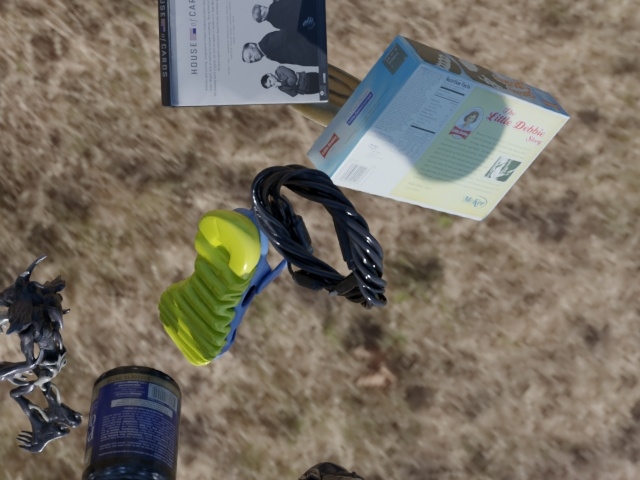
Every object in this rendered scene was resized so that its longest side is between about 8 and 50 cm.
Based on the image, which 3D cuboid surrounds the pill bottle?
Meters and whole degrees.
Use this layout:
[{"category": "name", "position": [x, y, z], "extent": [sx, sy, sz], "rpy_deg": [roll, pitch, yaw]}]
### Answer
[{"category": "pill bottle", "position": [-0.246, 0.282, 1.881], "extent": [0.123, 0.219, 0.122], "rpy_deg": [0, 140, 0]}]

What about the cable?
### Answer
[{"category": "cable", "position": [0.000, 0.000, 1.388], "extent": [0.047, 0.150, 0.184], "rpy_deg": [-42, 147, -23]}]

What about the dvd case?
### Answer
[{"category": "dvd case", "position": [-0.090, -0.252, 1.735], "extent": [0.239, 0.030, 0.179], "rpy_deg": [-6, 97, -39]}]

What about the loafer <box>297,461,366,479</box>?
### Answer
[{"category": "loafer", "position": [-0.001, 0.237, 1.266], "extent": [0.109, 0.095, 0.302], "rpy_deg": [-12, 161, 7]}]

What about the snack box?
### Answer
[{"category": "snack box", "position": [0.153, -0.131, 1.789], "extent": [0.322, 0.060, 0.187], "rpy_deg": [12, 124, -48]}]

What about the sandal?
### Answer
[{"category": "sandal", "position": [-0.118, 0.058, 1.957], "extent": [0.138, 0.126, 0.317], "rpy_deg": [-27, 162, -39]}]

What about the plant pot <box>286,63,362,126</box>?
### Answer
[{"category": "plant pot", "position": [0.011, -0.213, 2.070], "extent": [0.236, 0.236, 0.032], "rpy_deg": [14, 115, -33]}]

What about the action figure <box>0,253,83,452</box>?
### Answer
[{"category": "action figure", "position": [-0.411, 0.151, 1.987], "extent": [0.141, 0.164, 0.275], "rpy_deg": [0, 116, 12]}]
